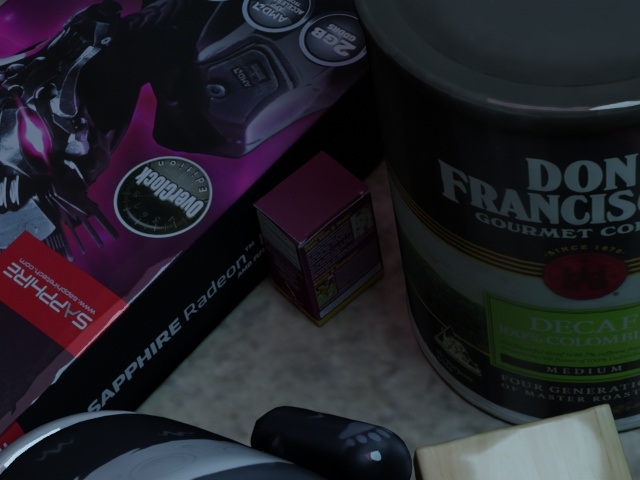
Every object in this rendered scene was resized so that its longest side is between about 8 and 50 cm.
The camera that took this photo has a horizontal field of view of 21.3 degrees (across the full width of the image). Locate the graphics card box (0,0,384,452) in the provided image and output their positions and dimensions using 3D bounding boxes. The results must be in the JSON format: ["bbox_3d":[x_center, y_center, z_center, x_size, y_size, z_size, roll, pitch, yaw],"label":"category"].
[{"bbox_3d":[-0.142,-0.032,1.006,0.233,0.094,0.371,33,64,28],"label":"graphics card box"}]

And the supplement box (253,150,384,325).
[{"bbox_3d":[0.000,0.000,0.965,0.055,0.083,0.043,-38,58,-18],"label":"supplement box"}]

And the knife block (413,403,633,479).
[{"bbox_3d":[0.120,0.239,0.682,0.088,0.276,0.242,-13,24,-4],"label":"knife block"}]

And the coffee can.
[{"bbox_3d":[0.130,-0.055,0.863,0.201,0.275,0.201,-5,54,7],"label":"coffee can"}]

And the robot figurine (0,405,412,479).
[{"bbox_3d":[-0.066,0.170,0.753,0.209,0.174,0.278,-2,4,-28],"label":"robot figurine"}]
